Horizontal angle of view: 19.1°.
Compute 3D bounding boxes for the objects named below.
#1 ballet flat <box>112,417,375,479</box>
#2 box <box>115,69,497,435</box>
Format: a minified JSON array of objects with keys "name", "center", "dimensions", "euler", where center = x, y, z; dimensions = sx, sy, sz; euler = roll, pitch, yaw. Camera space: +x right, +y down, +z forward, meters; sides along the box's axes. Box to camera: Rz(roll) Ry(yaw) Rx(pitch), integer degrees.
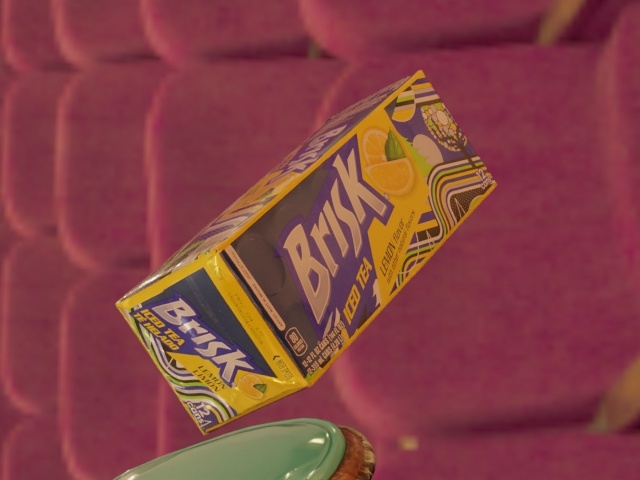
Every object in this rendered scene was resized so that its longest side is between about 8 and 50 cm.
[{"name":"ballet flat","center":[-0.058,0.100,0.516],"dimensions":[0.070,0.188,0.070],"euler":[42,-141,-45]},{"name":"box","center":[0.000,0.000,0.695],"dimensions":[0.054,0.169,0.059],"euler":[-28,99,37]}]
